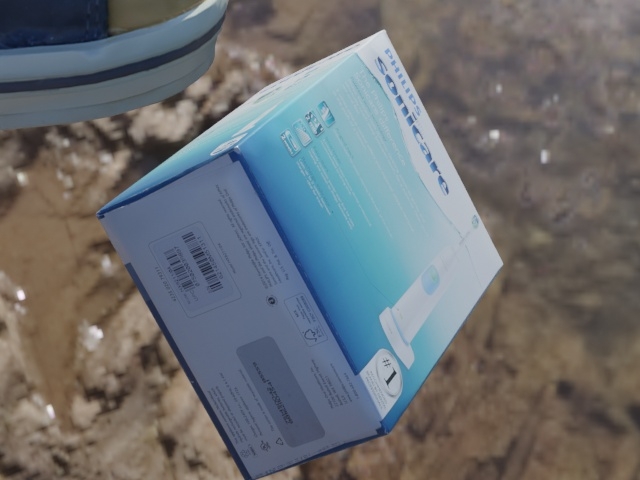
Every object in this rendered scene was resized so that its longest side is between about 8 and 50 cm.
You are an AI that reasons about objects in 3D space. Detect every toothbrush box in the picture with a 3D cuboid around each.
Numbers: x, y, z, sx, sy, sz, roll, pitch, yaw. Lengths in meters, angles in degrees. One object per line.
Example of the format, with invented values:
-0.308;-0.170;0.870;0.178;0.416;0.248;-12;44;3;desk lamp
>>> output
0.000;0.000;1.179;0.126;0.216;0.295;-22;13;29;toothbrush box

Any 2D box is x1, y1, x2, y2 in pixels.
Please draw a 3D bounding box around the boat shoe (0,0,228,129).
-0.288;-0.129;0.639;0.500;0.156;0.187;-1;27;5;boat shoe
